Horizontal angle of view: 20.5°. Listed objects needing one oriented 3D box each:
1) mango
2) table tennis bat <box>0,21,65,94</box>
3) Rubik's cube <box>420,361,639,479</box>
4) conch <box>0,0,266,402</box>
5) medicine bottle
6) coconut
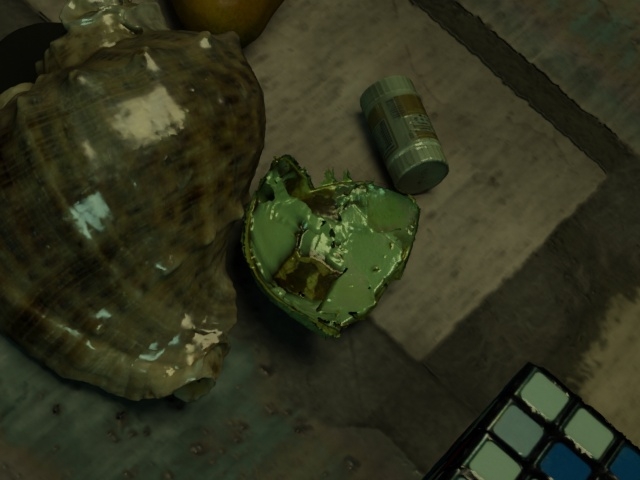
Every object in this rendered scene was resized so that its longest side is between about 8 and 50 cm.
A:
[{"bbox_3d":[-0.070,-0.224,1.371,0.111,0.089,0.163,33,55,-3],"label":"mango"},{"bbox_3d":[-0.152,-0.072,1.258,0.130,0.019,0.220,-26,69,-36],"label":"table tennis bat"},{"bbox_3d":[0.115,0.221,1.062,0.184,0.187,0.182,42,47,4],"label":"Rubik's cube"},{"bbox_3d":[-0.128,-0.049,1.139,0.210,0.159,0.291,-6,63,-23],"label":"conch"},{"bbox_3d":[0.065,-0.082,1.359,0.047,0.047,0.083,-4,57,-30],"label":"medicine bottle"},{"bbox_3d":[0.001,0.003,1.255,0.158,0.055,0.133,-29,71,-41],"label":"coconut"}]
